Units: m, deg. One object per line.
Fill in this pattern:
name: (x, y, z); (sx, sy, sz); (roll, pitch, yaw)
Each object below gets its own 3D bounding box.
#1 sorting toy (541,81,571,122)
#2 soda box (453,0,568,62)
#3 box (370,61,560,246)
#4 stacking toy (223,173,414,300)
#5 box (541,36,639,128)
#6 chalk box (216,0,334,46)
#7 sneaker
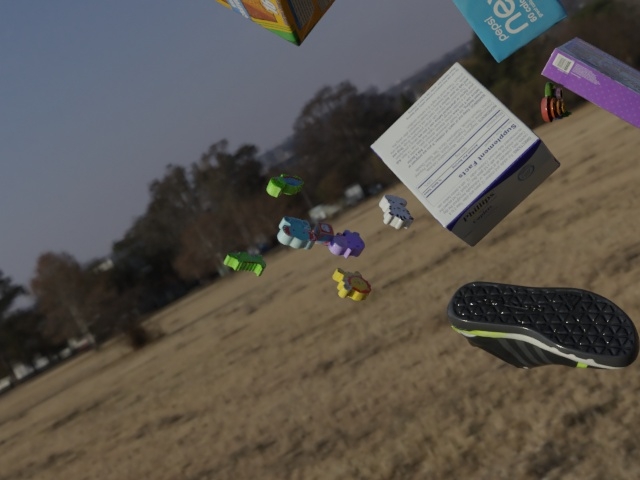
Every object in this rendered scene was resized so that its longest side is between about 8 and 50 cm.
sorting toy: (0.428, -0.246, 1.847); (0.042, 0.061, 0.102); (-4, 35, 26)
soda box: (0.113, -0.250, 0.825); (0.071, 0.210, 0.067); (-32, 32, 19)
box: (0.145, -0.086, 1.035); (0.126, 0.137, 0.072); (-44, -35, 9)
stacking toy: (0.000, 0.000, 1.405); (0.221, 0.052, 0.167); (11, -50, -24)
box: (0.554, -0.262, 1.834); (0.201, 0.293, 0.057); (-34, -27, -61)
chalk box: (-0.109, -0.447, 1.471); (0.179, 0.289, 0.180); (-54, -24, -10)
sneaker: (0.257, 0.106, 1.180); (0.235, 0.097, 0.084); (14, 58, 35)
